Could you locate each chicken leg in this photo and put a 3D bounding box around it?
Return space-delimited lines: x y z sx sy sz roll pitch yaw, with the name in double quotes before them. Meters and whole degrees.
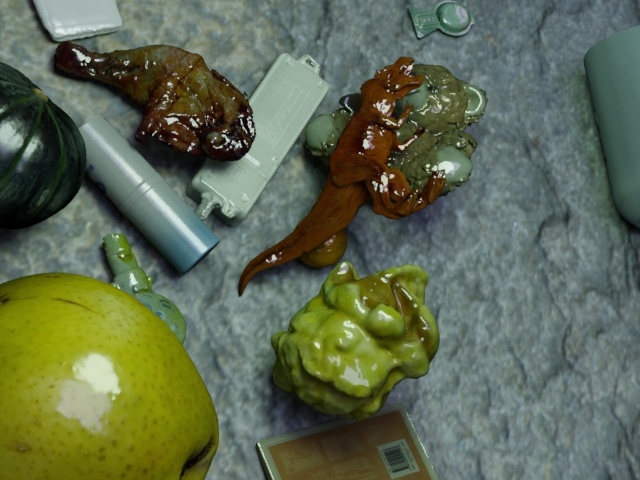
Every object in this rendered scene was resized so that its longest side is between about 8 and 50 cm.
"chicken leg" -0.233 -0.209 1.948 0.322 0.083 0.177 41 50 21

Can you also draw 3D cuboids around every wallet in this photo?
"wallet" -0.378 -0.385 2.005 0.124 0.032 0.183 -16 76 -28

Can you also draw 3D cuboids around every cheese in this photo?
"cheese" 0.208 -0.374 2.259 0.121 0.026 0.067 -10 74 -26

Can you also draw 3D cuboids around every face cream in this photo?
"face cream" -0.254 -0.065 1.907 0.250 0.077 0.077 46 60 1

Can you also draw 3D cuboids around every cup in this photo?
"cup" 0.566 -0.187 2.241 0.205 0.205 0.312 2 71 -23

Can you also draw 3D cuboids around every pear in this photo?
"pear" -0.331 0.219 1.609 0.418 0.362 0.362 23 60 15

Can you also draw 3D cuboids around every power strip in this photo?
"power strip" -0.096 -0.149 2.021 0.098 0.058 0.338 36 60 -8

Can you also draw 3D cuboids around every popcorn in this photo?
"popcorn" 0.044 0.141 1.877 0.195 0.255 0.256 52 31 0

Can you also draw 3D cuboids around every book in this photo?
"book" 0.046 0.332 1.900 0.242 0.018 0.170 -11 62 -27

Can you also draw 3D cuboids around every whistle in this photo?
"whistle" -0.258 0.083 1.867 0.104 0.057 0.198 -13 69 -38

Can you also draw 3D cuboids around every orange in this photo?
"orange" 0.000 0.000 1.998 0.083 0.070 0.083 4 67 -9

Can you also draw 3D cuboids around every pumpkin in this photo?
"pumpkin" -0.437 -0.125 1.789 0.250 0.216 0.250 34 34 -27

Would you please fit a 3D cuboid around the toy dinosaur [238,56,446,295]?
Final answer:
"toy dinosaur" 0.060 -0.075 1.913 0.208 0.097 0.432 27 77 32

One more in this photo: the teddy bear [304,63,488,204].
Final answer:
"teddy bear" 0.139 -0.174 2.080 0.267 0.156 0.256 20 64 18
